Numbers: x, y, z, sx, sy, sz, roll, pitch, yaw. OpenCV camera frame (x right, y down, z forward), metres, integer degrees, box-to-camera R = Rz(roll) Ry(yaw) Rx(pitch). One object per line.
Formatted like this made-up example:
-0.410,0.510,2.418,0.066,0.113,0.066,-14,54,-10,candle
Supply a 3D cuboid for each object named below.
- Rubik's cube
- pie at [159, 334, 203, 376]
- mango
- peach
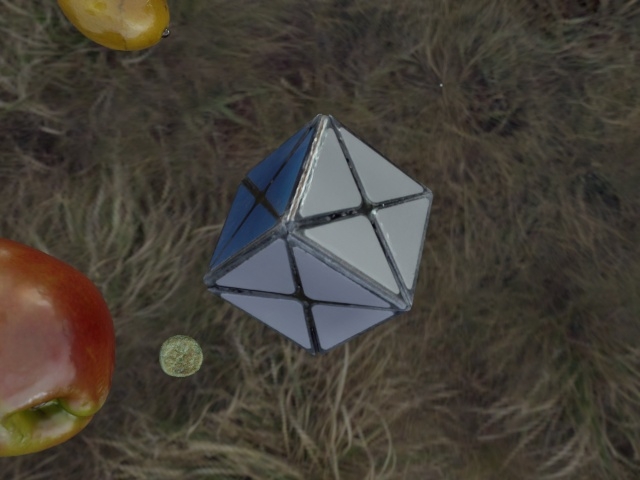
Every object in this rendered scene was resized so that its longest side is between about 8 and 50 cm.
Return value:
0.000,0.000,1.599,0.254,0.260,0.259,34,142,-20,Rubik's cube
-0.258,0.215,1.838,0.084,0.021,0.084,-2,97,-13,pie
-0.298,-0.344,1.355,0.227,0.147,0.109,47,128,27,mango
-0.447,0.136,1.377,0.332,0.307,0.308,38,103,30,peach
